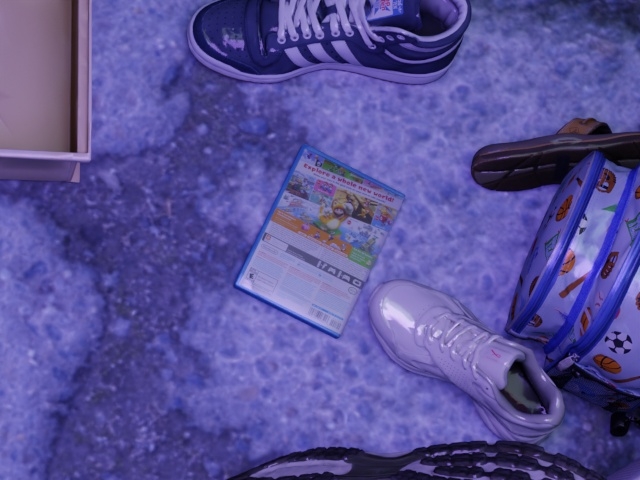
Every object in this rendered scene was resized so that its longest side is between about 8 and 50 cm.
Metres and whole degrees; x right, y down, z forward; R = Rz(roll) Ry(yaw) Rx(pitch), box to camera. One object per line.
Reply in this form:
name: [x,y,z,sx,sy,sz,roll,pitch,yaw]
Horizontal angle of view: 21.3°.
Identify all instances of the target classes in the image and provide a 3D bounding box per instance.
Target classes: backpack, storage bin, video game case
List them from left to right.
storage bin: [-0.355,-0.192,1.639,0.262,0.123,0.260,1,78,-11]
video game case: [0.000,0.000,1.724,0.119,0.015,0.166,27,74,-4]
backpack: [0.310,0.026,1.651,0.213,0.263,0.276,21,74,-8]

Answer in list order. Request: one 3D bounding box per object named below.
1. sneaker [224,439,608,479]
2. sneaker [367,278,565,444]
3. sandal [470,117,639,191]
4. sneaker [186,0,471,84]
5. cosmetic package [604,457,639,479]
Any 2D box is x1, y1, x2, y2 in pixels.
sneaker: [0.097,0.288,1.560,0.410,0.158,0.182,-3,101,28]
sneaker: [0.153,0.109,1.677,0.232,0.115,0.090,35,73,-2]
sandal: [0.261,-0.093,1.775,0.219,0.090,0.060,-4,56,-5]
sneaker: [0.013,-0.222,1.705,0.282,0.153,0.099,2,76,-11]
cosmetic package: [0.384,0.299,1.664,0.385,0.156,0.217,-25,84,-17]
